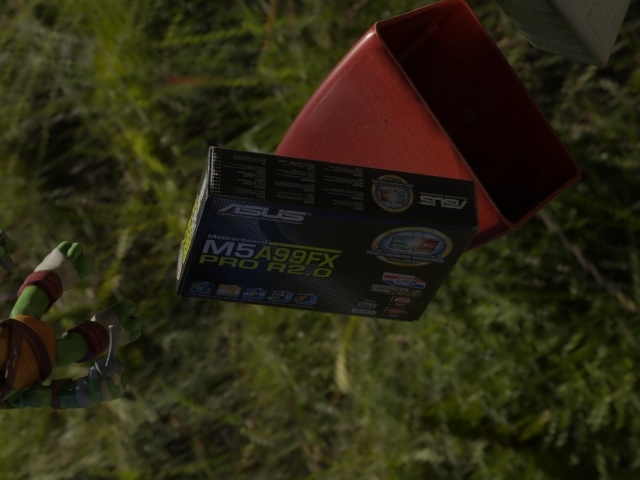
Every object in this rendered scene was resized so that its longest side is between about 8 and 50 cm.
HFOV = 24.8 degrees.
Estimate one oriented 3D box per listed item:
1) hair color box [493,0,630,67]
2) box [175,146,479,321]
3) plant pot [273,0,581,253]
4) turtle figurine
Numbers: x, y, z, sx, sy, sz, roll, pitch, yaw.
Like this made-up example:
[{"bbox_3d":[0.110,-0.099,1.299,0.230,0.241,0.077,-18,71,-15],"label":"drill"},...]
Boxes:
[{"bbox_3d":[0.283,-0.339,1.706,0.105,0.174,0.347,20,179,24],"label":"hair color box"},{"bbox_3d":[0.000,0.000,1.482,0.216,0.270,0.060,117,157,-59],"label":"box"},{"bbox_3d":[0.105,-0.098,1.708,0.267,0.236,0.267,56,-148,2],"label":"plant pot"},{"bbox_3d":[-0.268,0.073,1.510,0.198,0.274,0.266,18,-161,9],"label":"turtle figurine"}]
